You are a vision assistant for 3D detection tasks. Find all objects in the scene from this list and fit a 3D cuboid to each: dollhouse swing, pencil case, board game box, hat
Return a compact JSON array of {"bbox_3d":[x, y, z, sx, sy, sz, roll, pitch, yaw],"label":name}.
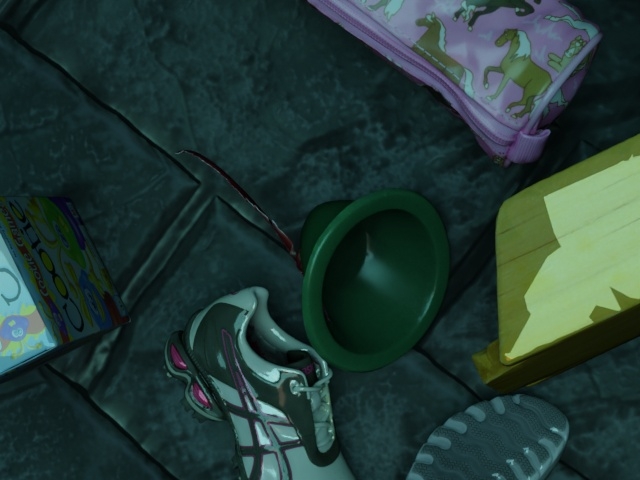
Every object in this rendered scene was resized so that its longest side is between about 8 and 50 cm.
[{"bbox_3d":[0.226,-0.075,1.388,0.315,0.347,0.305,-26,80,6],"label":"dollhouse swing"},{"bbox_3d":[0.073,-0.232,1.487,0.386,0.160,0.167,36,94,3],"label":"pencil case"},{"bbox_3d":[-0.291,0.051,1.473,0.144,0.275,0.142,-26,89,6],"label":"board game box"},{"bbox_3d":[0.000,0.000,1.564,0.173,0.183,0.208,-27,124,-28],"label":"hat"}]

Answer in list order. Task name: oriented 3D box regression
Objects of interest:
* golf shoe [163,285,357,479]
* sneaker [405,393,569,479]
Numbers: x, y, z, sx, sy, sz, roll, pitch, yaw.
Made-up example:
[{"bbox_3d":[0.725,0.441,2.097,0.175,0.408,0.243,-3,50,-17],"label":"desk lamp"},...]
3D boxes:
[{"bbox_3d":[-0.030,0.171,1.518,0.120,0.105,0.273,-40,88,32],"label":"golf shoe"},{"bbox_3d":[0.124,0.259,1.534,0.281,0.115,0.105,-43,56,-9],"label":"sneaker"}]
